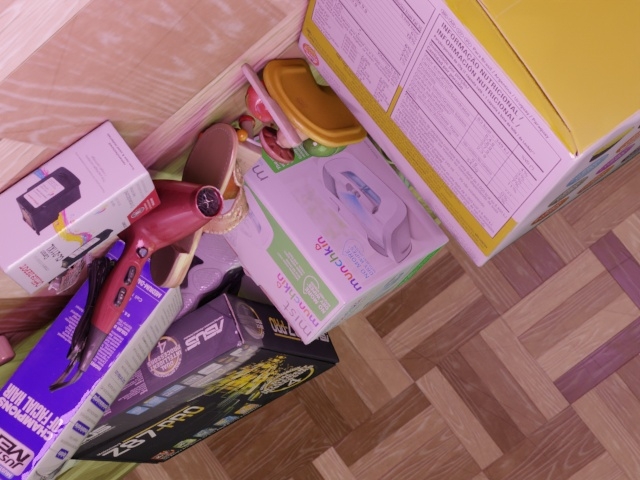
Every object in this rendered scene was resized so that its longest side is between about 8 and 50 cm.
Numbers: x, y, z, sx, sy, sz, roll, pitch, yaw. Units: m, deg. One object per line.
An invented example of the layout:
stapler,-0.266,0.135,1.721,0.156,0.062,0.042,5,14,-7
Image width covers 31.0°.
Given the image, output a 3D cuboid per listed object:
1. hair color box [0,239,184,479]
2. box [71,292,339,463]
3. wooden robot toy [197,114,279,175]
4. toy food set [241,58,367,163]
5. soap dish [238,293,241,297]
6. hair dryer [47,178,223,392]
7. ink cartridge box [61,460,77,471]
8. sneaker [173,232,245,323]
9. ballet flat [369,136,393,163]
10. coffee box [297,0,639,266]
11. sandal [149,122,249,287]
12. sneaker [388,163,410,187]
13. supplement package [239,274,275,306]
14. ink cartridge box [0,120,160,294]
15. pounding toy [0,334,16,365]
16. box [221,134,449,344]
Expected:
hair color box,-0.327,0.177,1.559,0.339,0.110,0.185,-55,175,-14
box,-0.209,0.229,1.825,0.395,0.097,0.318,-30,155,18
wooden robot toy,-0.121,-0.115,1.406,0.079,0.076,0.173,20,131,-35
toy food set,-0.032,-0.142,1.340,0.071,0.128,0.218,-42,168,26
soap dish,-0.110,0.098,2.195,0.291,0.118,0.229,-35,170,-10
hair dryer,-0.209,0.030,1.322,0.080,0.223,0.293,27,120,-35
ink cartridge box,-0.512,0.362,1.986,0.353,0.119,0.207,-33,169,-32
sneaker,-0.212,0.095,1.794,0.268,0.101,0.153,-37,156,-22
ballet flat,0.186,-0.219,1.947,0.248,0.086,0.086,-35,170,-7
coffee box,0.224,-0.235,1.198,0.337,0.338,0.334,-35,169,-17
sandal,-0.126,-0.040,1.387,0.079,0.088,0.240,5,128,-36
sneaker,0.093,-0.067,2.247,0.237,0.085,0.086,-42,161,29
supplement package,0.000,0.000,1.958,0.293,0.177,0.175,-33,169,-26
ink cartridge box,-0.263,-0.030,1.199,0.175,0.072,0.127,-37,171,-9
pounding toy,-0.472,0.206,1.485,0.206,0.094,0.181,-31,168,-32
box,-0.001,-0.028,1.585,0.231,0.262,0.127,-27,165,-41
